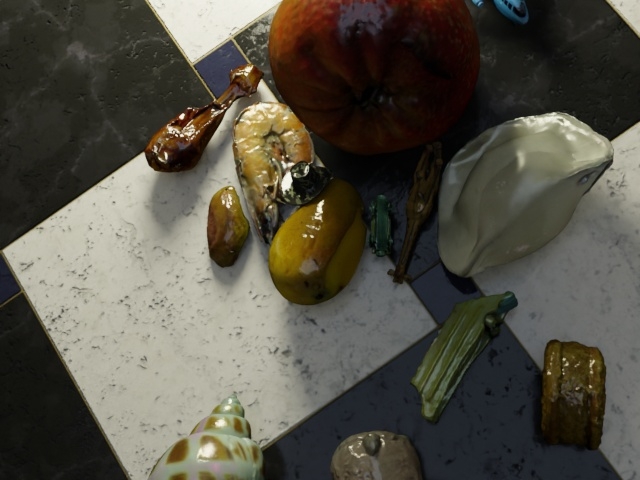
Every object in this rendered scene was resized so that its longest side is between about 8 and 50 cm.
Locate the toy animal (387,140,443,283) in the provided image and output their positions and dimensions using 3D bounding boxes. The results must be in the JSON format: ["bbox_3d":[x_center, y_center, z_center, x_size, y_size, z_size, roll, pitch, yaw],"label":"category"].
[{"bbox_3d":[0.184,-0.055,1.724,0.054,0.149,0.275,17,110,6],"label":"toy animal"}]

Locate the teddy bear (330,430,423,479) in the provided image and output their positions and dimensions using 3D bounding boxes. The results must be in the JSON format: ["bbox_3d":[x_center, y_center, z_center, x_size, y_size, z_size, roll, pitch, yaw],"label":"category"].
[{"bbox_3d":[0.111,0.468,1.580,0.236,0.151,0.267,-16,73,8],"label":"teddy bear"}]

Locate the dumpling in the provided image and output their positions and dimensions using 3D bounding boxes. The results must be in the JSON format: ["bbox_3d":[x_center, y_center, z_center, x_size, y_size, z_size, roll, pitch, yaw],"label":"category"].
[{"bbox_3d":[0.350,-0.098,1.686,0.341,0.181,0.260,-57,43,26],"label":"dumpling"}]

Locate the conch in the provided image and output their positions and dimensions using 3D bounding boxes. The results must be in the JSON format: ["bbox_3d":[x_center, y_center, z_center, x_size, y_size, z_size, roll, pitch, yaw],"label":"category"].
[{"bbox_3d":[-0.192,0.462,1.616,0.249,0.197,0.368,32,76,-21],"label":"conch"}]

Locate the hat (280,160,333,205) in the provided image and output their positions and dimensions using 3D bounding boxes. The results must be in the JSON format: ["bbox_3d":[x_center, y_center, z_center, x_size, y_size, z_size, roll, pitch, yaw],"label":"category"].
[{"bbox_3d":[-0.033,-0.124,1.747,0.121,0.050,0.121,-16,39,13],"label":"hat"}]

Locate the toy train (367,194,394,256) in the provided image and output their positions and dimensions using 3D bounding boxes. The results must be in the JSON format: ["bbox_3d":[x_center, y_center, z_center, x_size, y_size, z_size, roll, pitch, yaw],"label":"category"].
[{"bbox_3d":[0.115,-0.025,1.741,0.050,0.081,0.122,3,77,1],"label":"toy train"}]

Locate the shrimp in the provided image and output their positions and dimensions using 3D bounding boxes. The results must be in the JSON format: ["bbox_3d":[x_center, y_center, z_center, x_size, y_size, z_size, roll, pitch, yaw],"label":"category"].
[{"bbox_3d":[-0.088,-0.134,1.818,0.164,0.062,0.317,-8,76,0],"label":"shrimp"}]

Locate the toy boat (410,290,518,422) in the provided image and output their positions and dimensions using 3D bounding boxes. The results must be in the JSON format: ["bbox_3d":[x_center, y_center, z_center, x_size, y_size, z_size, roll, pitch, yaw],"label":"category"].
[{"bbox_3d":[0.250,0.198,1.646,0.084,0.111,0.276,33,84,21],"label":"toy boat"}]

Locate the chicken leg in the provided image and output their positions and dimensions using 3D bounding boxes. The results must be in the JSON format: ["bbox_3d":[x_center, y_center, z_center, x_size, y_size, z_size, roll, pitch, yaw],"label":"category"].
[{"bbox_3d":[-0.231,-0.246,1.855,0.304,0.093,0.113,-42,55,-8],"label":"chicken leg"}]

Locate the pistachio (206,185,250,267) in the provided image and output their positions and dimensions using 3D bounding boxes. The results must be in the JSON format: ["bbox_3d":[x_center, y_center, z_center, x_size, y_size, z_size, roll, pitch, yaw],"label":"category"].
[{"bbox_3d":[-0.186,-0.033,1.811,0.089,0.049,0.173,-3,76,8],"label":"pistachio"}]

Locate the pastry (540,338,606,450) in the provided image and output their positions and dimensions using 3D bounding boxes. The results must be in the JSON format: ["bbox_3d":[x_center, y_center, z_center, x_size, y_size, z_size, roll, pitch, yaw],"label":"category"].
[{"bbox_3d":[0.434,0.268,1.562,0.103,0.189,0.189,2,76,13],"label":"pastry"}]

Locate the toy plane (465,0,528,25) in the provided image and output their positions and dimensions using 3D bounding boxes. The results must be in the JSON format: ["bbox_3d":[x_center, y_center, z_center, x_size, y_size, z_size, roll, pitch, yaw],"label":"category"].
[{"bbox_3d":[0.338,-0.531,1.819,0.254,0.105,0.271,-30,74,2],"label":"toy plane"}]

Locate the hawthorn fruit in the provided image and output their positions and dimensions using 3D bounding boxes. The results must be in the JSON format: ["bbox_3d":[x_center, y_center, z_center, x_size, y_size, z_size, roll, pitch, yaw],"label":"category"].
[{"bbox_3d":[0.103,-0.382,1.693,0.402,0.403,0.403,-2,76,9],"label":"hawthorn fruit"}]

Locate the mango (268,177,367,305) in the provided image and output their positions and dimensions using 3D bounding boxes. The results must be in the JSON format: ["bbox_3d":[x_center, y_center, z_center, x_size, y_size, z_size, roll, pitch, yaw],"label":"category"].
[{"bbox_3d":[0.000,0.000,1.731,0.167,0.130,0.262,23,71,27],"label":"mango"}]
